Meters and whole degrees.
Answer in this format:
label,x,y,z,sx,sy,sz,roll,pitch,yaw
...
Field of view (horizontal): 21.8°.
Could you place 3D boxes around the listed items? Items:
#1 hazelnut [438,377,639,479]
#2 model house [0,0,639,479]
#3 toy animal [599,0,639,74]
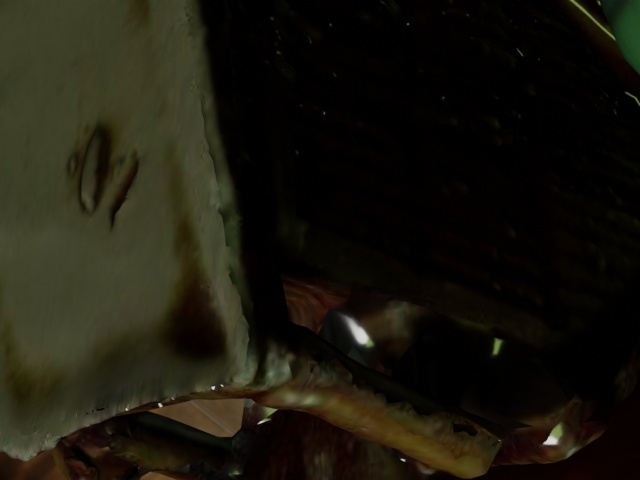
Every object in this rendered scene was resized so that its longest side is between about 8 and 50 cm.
label,x,y,z,sx,sy,sz,roll,pitch,yaw
hazelnut,0.207,0.224,0.638,0.429,0.402,0.402,22,122,3
model house,0.000,0.000,0.680,0.282,0.297,0.317,15,156,-34
toy animal,0.239,-0.073,0.591,0.338,0.216,0.191,31,150,-5
